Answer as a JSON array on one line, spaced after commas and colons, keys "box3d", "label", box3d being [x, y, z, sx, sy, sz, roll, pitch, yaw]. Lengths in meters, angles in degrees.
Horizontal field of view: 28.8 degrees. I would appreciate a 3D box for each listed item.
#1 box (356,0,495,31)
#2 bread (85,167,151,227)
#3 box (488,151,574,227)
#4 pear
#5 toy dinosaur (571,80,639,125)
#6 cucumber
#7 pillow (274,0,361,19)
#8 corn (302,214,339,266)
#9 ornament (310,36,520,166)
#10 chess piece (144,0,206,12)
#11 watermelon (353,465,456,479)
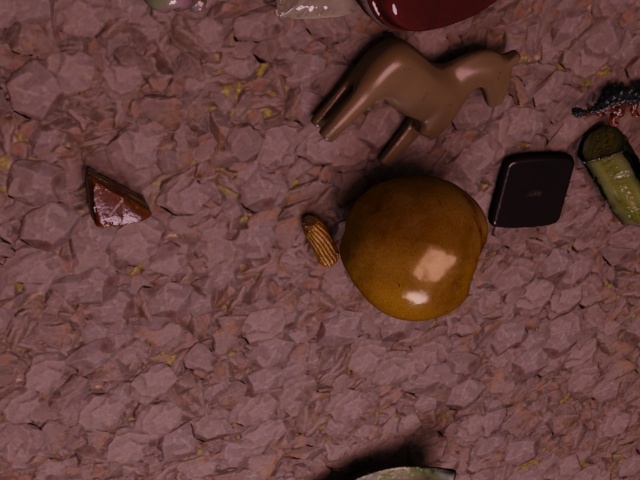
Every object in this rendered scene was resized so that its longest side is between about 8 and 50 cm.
[{"box3d": [0.144, -0.444, 1.474, 0.263, 0.108, 0.404, -24, 133, -30], "label": "box"}, {"box3d": [-0.278, -0.047, 1.627, 0.062, 0.043, 0.109, -47, 131, 10], "label": "bread"}, {"box3d": [0.325, -0.080, 1.916, 0.126, 0.027, 0.125, -4, 122, -23], "label": "box"}, {"box3d": [0.128, 0.008, 1.770, 0.209, 0.209, 0.209, -13, 128, -17], "label": "pear"}, {"box3d": [0.441, -0.206, 1.861, 0.154, 0.049, 0.055, -17, 132, -21], "label": "toy dinosaur"}, {"box3d": [0.476, -0.100, 1.957, 0.078, 0.062, 0.211, -13, 145, 28], "label": "cucumber"}, {"box3d": [0.012, -0.379, 1.521, 0.128, 0.051, 0.229, -9, 125, -25], "label": "pillow"}, {"box3d": [0.000, 0.000, 1.804, 0.037, 0.037, 0.092, -31, 132, -2], "label": "corn"}, {"box3d": [0.144, -0.201, 1.710, 0.230, 0.061, 0.245, 28, 112, -40], "label": "ornament"}, {"box3d": [-0.225, -0.322, 1.411, 0.139, 0.139, 0.272, -49, 141, 13], "label": "chess piece"}, {"box3d": [0.103, 0.516, 2.119, 0.290, 0.213, 0.320, 5, 133, -27], "label": "watermelon"}]
